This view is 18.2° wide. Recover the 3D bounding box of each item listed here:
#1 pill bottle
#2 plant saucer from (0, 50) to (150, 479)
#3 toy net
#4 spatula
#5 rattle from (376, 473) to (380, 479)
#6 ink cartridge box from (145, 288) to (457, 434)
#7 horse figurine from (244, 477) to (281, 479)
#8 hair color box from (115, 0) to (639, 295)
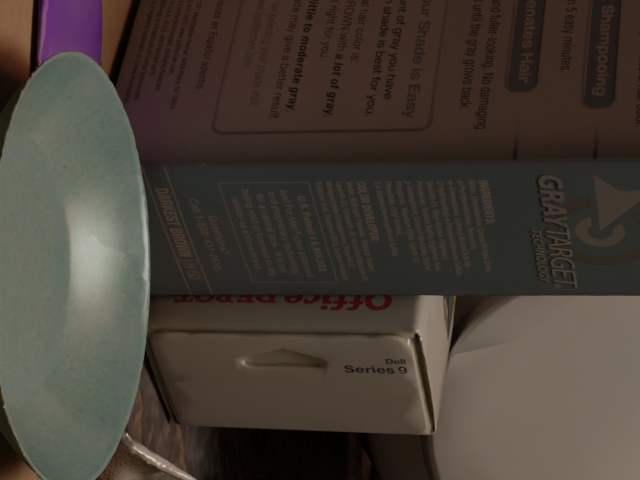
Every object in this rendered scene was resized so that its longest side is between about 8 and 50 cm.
[{"bbox_3d":[0.136,0.100,1.320,0.407,0.229,0.229,-138,-133,-87],"label":"pill bottle"},{"bbox_3d":[-0.123,0.013,0.884,0.195,0.037,0.195,1,90,-76],"label":"plant saucer"},{"bbox_3d":[-0.051,0.158,1.028,0.045,0.122,0.232,-57,149,-9],"label":"toy net"},{"bbox_3d":[-0.089,-0.177,0.961,0.084,0.030,0.296,23,85,-75],"label":"spatula"},{"bbox_3d":[0.061,0.185,1.549,0.200,0.130,0.143,-61,149,-7],"label":"rattle"},{"bbox_3d":[0.000,0.000,1.129,0.093,0.154,0.212,77,19,-45],"label":"ink cartridge box"},{"bbox_3d":[0.011,0.216,1.227,0.066,0.174,0.263,-58,136,-32],"label":"horse figurine"},{"bbox_3d":[0.090,-0.074,1.033,0.114,0.374,0.185,73,21,-49],"label":"hair color box"}]
